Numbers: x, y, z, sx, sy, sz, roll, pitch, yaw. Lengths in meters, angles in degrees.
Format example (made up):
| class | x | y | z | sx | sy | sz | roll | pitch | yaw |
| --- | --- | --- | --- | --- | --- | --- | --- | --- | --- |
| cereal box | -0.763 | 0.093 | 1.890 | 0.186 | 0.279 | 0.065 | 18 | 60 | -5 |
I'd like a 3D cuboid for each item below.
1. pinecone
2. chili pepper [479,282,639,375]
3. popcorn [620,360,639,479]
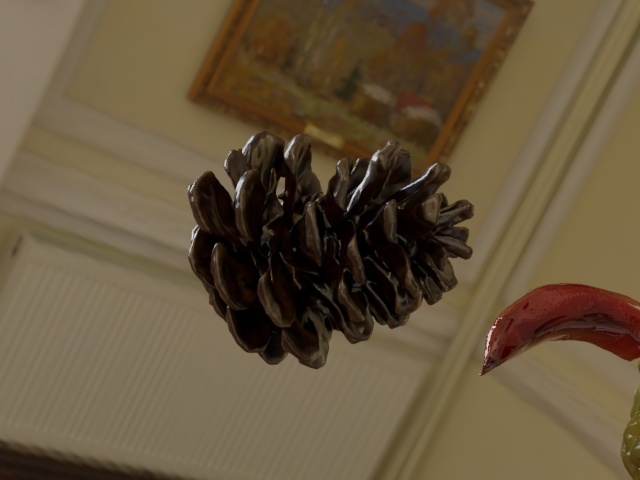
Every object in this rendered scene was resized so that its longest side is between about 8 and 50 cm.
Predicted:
| class | x | y | z | sx | sy | sz | roll | pitch | yaw |
| --- | --- | --- | --- | --- | --- | --- | --- | --- | --- |
| pinecone | 0.000 | 0.000 | 1.282 | 0.309 | 0.244 | 0.244 | -18 | -13 | 26 |
| chili pepper | 0.342 | 0.123 | 1.763 | 0.368 | 0.137 | 0.092 | 3 | -25 | -29 |
| popcorn | 0.377 | 0.175 | 1.025 | 0.312 | 0.312 | 0.312 | 26 | 9 | -5 |
